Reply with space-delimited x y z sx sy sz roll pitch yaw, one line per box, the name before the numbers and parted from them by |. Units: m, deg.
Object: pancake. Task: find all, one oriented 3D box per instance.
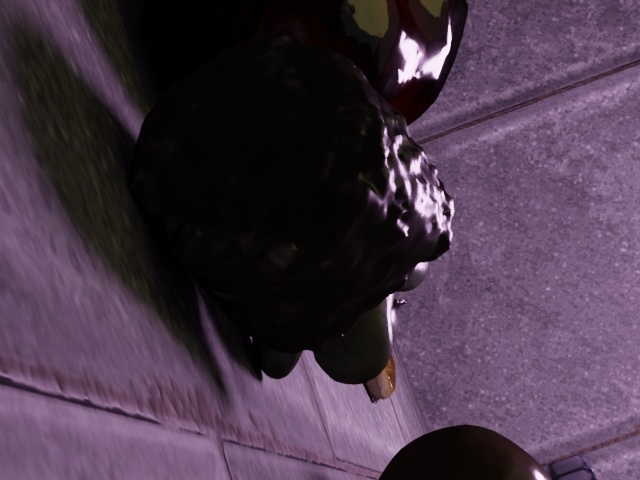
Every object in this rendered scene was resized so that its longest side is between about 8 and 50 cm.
pancake | 0.048 0.083 1.721 0.282 0.049 0.282 -17 90 -85

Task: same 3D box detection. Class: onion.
onion | -0.012 -0.150 0.894 0.221 0.281 0.281 26 8 -3

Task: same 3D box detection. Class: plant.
plant | 0.002 -0.001 0.730 0.274 0.146 0.149 62 6 -66

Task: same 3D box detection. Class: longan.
longan | 0.110 0.240 0.957 0.204 0.159 0.185 -74 151 -60

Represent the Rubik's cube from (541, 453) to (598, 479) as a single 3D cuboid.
Rubik's cube | 0.263 0.429 1.516 0.238 0.237 0.237 -90 161 -76
